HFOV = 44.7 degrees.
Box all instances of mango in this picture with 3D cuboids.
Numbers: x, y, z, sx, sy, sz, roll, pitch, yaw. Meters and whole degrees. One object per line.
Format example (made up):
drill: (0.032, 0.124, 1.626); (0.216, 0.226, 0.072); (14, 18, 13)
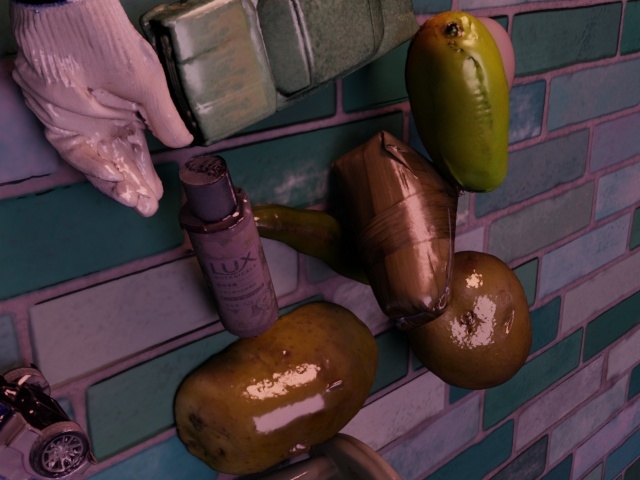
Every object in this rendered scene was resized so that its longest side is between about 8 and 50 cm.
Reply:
mango: (0.157, -0.149, 0.874); (0.125, 0.111, 0.233); (-86, 158, -44)

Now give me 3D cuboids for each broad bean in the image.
broad bean: (0.001, -0.001, 0.897); (0.297, 0.043, 0.060); (24, 95, -46)

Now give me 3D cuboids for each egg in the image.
egg: (0.187, -0.208, 0.964); (0.103, 0.103, 0.135); (-1, 104, -45)

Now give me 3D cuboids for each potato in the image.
potato: (0.215, 0.119, 1.077); (0.174, 0.159, 0.251); (-42, 144, 5)
potato: (-0.023, 0.179, 0.892); (0.272, 0.111, 0.160); (-26, 120, -38)

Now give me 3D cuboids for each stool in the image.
stool: (0.001, 0.360, 0.919); (0.199, 0.195, 0.195); (-32, 125, -32)

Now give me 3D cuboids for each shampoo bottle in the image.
shampoo bottle: (-0.089, 0.009, 0.757); (0.072, 0.072, 0.214); (-43, 144, -26)

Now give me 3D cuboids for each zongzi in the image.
zongzi: (0.128, 0.004, 0.928); (0.242, 0.112, 0.221); (19, 54, -51)

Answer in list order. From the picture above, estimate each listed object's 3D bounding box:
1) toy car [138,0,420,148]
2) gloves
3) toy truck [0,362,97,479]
toy car: (-0.019, -0.213, 0.757); (0.321, 0.097, 0.141); (-36, 126, -32)
gloves: (-0.176, -0.116, 0.635); (0.119, 0.097, 0.229); (-23, 127, -13)
toy truck: (-0.311, 0.136, 0.576); (0.155, 0.124, 0.268); (-50, 132, -10)
